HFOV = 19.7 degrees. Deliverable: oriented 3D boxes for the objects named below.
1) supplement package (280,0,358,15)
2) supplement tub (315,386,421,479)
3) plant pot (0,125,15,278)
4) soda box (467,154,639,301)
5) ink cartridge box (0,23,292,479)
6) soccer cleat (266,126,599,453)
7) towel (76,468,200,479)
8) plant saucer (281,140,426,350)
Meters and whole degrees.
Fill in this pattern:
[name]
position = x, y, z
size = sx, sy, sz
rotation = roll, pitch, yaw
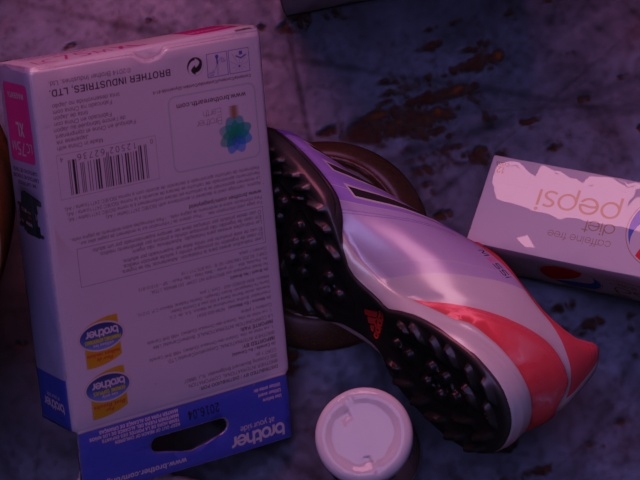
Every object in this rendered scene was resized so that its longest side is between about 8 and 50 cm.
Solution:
[supplement package]
position = 0.038, -0.322, 1.373
size = 0.198, 0.262, 0.199
rotation = -10, 75, 3
[supplement tub]
position = 0.036, 0.148, 1.330
size = 0.071, 0.107, 0.071
rotation = -1, 75, 5
[plant pot]
position = -0.315, -0.038, 1.329
size = 0.237, 0.254, 0.237
rotation = 2, 107, 5
[soda box]
position = 0.223, -0.001, 1.339
size = 0.216, 0.069, 0.074
rotation = 12, 76, 26
[ink cartridge box]
position = -0.120, 0.012, 1.317
size = 0.186, 0.065, 0.311
rotation = -14, 105, -32
[soccer cleat]
position = 0.062, 0.022, 1.338
size = 0.116, 0.108, 0.318
rotation = -24, 54, -34
[towel]
position = -0.067, 0.345, 1.319
size = 0.332, 0.053, 0.317
rotation = 17, 78, 10
[plant saucer]
position = 0.000, 0.000, 1.415
size = 0.168, 0.029, 0.168
rotation = -1, 75, 5
